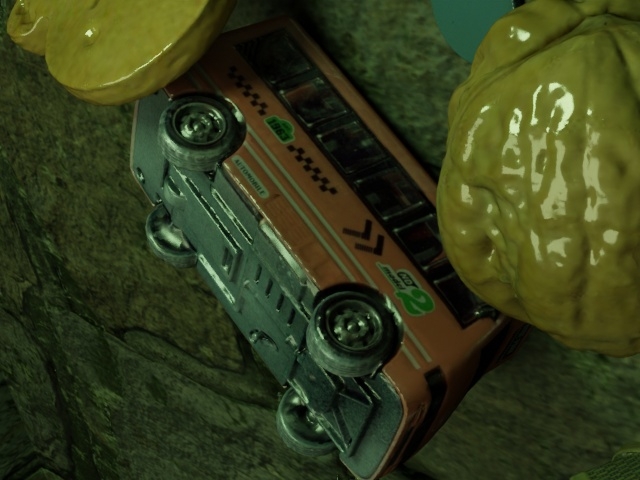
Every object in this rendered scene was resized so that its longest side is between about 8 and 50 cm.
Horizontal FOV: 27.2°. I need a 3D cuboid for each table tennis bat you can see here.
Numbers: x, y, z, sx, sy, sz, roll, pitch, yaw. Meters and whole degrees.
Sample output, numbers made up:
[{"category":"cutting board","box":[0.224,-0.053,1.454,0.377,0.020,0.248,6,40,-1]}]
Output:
[{"category":"table tennis bat","box":[0.129,-0.208,1.079,0.100,0.019,0.155,45,150,28]}]

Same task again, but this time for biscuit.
[{"category":"biscuit","box":[-0.195,-0.266,1.291,0.052,0.275,0.355,44,-164,-42]}]

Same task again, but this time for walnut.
[{"category":"walnut","box":[0.200,-0.042,0.919,0.224,0.257,0.257,-103,5,-54]}]

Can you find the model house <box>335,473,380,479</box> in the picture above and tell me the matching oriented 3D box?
[{"category":"model house","box":[0.106,0.396,1.500,0.206,0.178,0.271,6,119,64]}]

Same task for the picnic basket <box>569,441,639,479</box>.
[{"category":"picnic basket","box":[0.300,0.251,0.991,0.267,0.139,0.165,-101,-14,-81]}]

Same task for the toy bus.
[{"category":"toy bus","box":[0.000,0.000,1.266,0.427,0.233,0.203,52,151,20]}]
